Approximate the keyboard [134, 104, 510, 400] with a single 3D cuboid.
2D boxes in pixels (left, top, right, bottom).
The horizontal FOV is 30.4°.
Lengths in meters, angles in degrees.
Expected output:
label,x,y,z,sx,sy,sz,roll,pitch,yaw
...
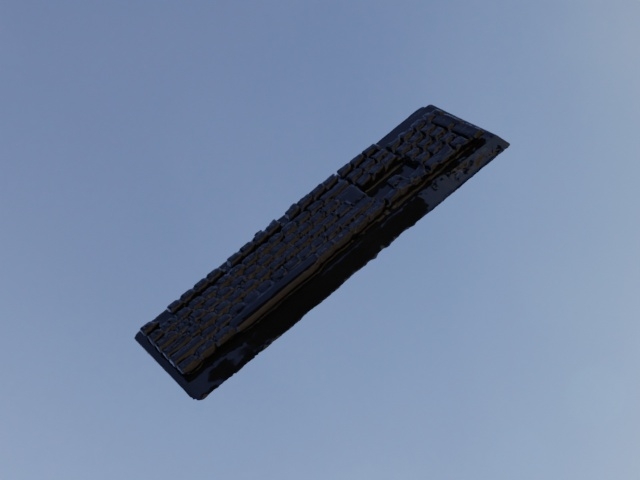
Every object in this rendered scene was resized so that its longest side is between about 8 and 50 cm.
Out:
label,x,y,z,sx,sy,sz,roll,pitch,yaw
keyboard,-0.001,-0.001,0.572,0.196,0.074,0.015,-39,-58,-12
